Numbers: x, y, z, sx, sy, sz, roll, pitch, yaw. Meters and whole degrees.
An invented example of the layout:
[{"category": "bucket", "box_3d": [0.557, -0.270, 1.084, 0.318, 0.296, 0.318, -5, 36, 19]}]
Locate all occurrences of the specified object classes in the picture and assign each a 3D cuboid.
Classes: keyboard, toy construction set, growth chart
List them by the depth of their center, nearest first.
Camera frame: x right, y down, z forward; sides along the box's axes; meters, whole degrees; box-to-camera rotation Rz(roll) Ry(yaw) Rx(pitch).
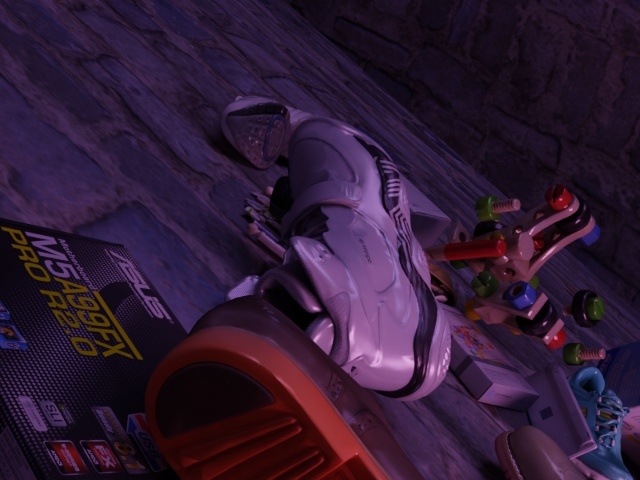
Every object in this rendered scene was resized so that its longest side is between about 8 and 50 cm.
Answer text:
[{"category": "growth chart", "box_3d": [-0.037, -0.006, 1.302, 0.172, 0.021, 0.237, 36, 15, -5]}, {"category": "keyboard", "box_3d": [0.332, 0.244, 1.334, 0.014, 0.072, 0.256, 53, 13, -12]}, {"category": "toy construction set", "box_3d": [0.258, 0.039, 1.420, 0.237, 0.257, 0.309, -7, -20, 44]}]

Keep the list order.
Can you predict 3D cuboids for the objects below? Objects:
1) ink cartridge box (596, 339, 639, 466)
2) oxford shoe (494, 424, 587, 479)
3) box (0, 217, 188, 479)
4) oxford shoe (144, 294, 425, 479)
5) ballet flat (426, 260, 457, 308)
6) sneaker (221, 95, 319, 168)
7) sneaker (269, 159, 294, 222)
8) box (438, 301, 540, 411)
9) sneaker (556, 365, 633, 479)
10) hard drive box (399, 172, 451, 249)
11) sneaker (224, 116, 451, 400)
[{"category": "ink cartridge box", "box_3d": [0.590, 0.273, 1.437, 0.270, 0.151, 0.395, 37, -28, -7]}, {"category": "oxford shoe", "box_3d": [0.359, 0.330, 1.006, 0.397, 0.146, 0.140, 45, 18, 24]}, {"category": "box", "box_3d": [-0.170, 0.091, 0.655, 0.216, 0.060, 0.270, 16, 28, -53]}, {"category": "oxford shoe", "box_3d": [0.041, 0.185, 0.618, 0.363, 0.130, 0.133, 56, 22, -10]}, {"category": "ballet flat", "box_3d": [0.138, 0.056, 1.418, 0.232, 0.080, 0.073, 21, 34, -46]}, {"category": "sneaker", "box_3d": [-0.107, -0.190, 1.556, 0.129, 0.111, 0.297, 26, 9, 14]}, {"category": "sneaker", "box_3d": [0.004, -0.024, 1.238, 0.146, 0.102, 0.293, 7, 36, -11]}, {"category": "box", "box_3d": [0.220, 0.165, 1.364, 0.145, 0.038, 0.186, 22, 22, -48]}, {"category": "sneaker", "box_3d": [0.383, 0.262, 1.324, 0.107, 0.110, 0.275, 36, 17, -11]}, {"category": "hard drive box", "box_3d": [0.103, -0.085, 1.706, 0.232, 0.089, 0.181, 45, 17, 24]}, {"category": "sneaker", "box_3d": [0.000, 0.000, 1.018, 0.210, 0.137, 0.365, 10, 51, -45]}]
